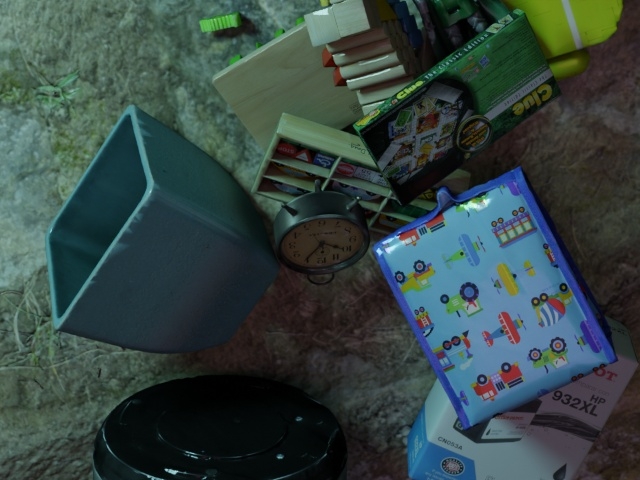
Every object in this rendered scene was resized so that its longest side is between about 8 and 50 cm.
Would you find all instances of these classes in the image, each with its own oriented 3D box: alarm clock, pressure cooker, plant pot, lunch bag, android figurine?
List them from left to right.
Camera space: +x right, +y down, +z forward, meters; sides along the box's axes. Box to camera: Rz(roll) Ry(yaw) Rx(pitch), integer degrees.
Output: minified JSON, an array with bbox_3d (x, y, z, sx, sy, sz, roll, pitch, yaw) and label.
[{"bbox_3d":[-0.205,0.013,1.777,0.252,0.248,0.247,27,111,-28],"label":"plant pot"},{"bbox_3d":[-0.149,0.449,1.863,0.370,0.375,0.420,1,110,1],"label":"pressure cooker"},{"bbox_3d":[0.000,0.000,1.782,0.129,0.064,0.192,-5,139,-5],"label":"alarm clock"},{"bbox_3d":[0.221,0.062,1.689,0.221,0.138,0.293,-27,100,14],"label":"lunch bag"},{"bbox_3d":[0.283,-0.324,1.695,0.273,0.056,0.248,-18,110,17],"label":"android figurine"}]

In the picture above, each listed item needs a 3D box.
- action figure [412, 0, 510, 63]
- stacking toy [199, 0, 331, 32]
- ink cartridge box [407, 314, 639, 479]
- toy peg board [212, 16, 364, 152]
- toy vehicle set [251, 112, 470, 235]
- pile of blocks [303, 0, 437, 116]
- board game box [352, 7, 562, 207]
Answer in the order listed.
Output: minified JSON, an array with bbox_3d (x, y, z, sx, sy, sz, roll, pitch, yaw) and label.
[{"bbox_3d":[0.169,-0.307,1.662,0.137,0.063,0.232,-28,108,15],"label":"action figure"},{"bbox_3d":[-0.076,-0.378,1.713,0.221,0.052,0.167,-11,109,9],"label":"stacking toy"},{"bbox_3d":[0.289,0.235,1.877,0.223,0.129,0.307,23,111,-4],"label":"ink cartridge box"},{"bbox_3d":[-0.038,-0.216,1.770,0.161,0.079,0.160,-28,122,16],"label":"toy peg board"},{"bbox_3d":[0.052,-0.079,1.756,0.267,0.035,0.166,17,151,-6],"label":"toy vehicle set"},{"bbox_3d":[0.080,-0.229,1.697,0.113,0.149,0.362,-12,136,27],"label":"pile of blocks"},{"bbox_3d":[0.177,-0.168,1.644,0.260,0.030,0.136,-35,121,-5],"label":"board game box"}]
